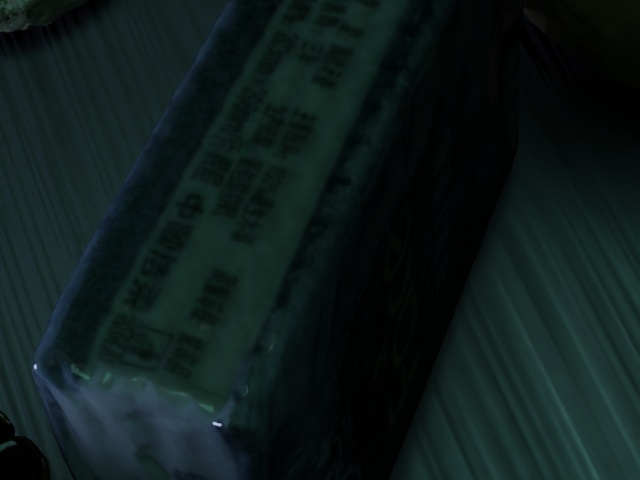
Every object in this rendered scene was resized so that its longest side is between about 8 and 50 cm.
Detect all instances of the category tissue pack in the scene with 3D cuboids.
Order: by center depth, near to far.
[{"bbox_3d":[0.000,0.000,0.691,0.103,0.228,0.315,14,56,17],"label":"tissue pack"}]

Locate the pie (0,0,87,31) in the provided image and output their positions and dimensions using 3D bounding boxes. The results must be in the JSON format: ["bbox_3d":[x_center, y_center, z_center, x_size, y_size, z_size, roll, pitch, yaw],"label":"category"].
[{"bbox_3d":[-0.188,-0.196,0.938,0.187,0.041,0.187,-3,63,5],"label":"pie"}]

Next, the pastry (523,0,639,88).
[{"bbox_3d":[0.225,-0.260,0.779,0.389,0.312,0.388,-2,59,4],"label":"pastry"}]

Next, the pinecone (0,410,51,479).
[{"bbox_3d":[-0.238,0.145,0.669,0.243,0.243,0.257,9,32,10],"label":"pinecone"}]
